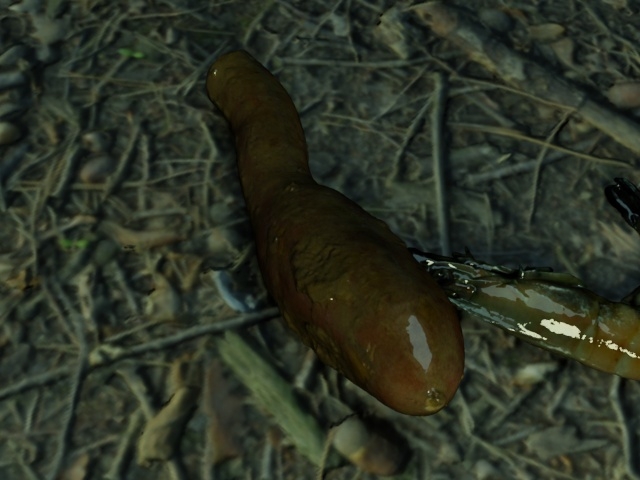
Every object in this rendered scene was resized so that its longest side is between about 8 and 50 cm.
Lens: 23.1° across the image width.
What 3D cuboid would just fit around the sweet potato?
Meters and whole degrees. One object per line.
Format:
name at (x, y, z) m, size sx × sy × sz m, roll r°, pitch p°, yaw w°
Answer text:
sweet potato at (0.000, 0.000, 1.151) m, size 0.109 × 0.109 × 0.385 m, roll -13°, pitch 43°, yaw -21°

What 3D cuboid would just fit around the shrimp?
shrimp at (0.187, 0.013, 1.218) m, size 0.261 × 0.051 × 0.198 m, roll 15°, pitch 44°, yaw -4°
